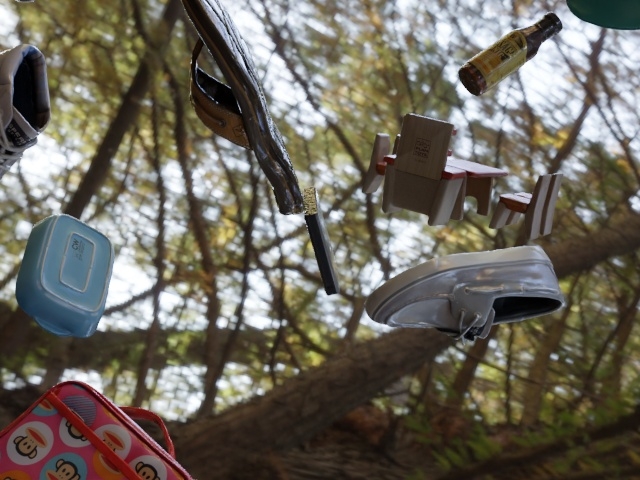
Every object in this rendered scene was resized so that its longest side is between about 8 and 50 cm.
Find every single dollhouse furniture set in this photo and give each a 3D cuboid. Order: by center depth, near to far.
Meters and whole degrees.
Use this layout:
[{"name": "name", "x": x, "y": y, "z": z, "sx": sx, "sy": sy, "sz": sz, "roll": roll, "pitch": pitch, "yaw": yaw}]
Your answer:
[{"name": "dollhouse furniture set", "x": 0.188, "y": -0.100, "z": 1.343, "sx": 0.261, "sy": 0.259, "sz": 0.135, "roll": 17, "pitch": -78, "yaw": 26}]

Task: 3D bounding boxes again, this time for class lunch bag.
[{"name": "lunch bag", "x": -0.311, "y": 0.341, "z": 1.325, "sx": 0.293, "sy": 0.120, "sz": 0.258, "roll": 36, "pitch": -119, "yaw": 22}]

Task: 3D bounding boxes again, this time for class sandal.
[{"name": "sandal", "x": -0.074, "y": -0.110, "z": 0.799, "sx": 0.060, "sy": 0.219, "sz": 0.090, "roll": -20, "pitch": -148, "yaw": 4}]

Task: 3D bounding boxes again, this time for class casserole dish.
[{"name": "casserole dish", "x": -0.305, "y": 0.036, "z": 1.171, "sx": 0.037, "sy": 0.114, "sz": 0.188, "roll": -43, "pitch": -150, "yaw": 30}]

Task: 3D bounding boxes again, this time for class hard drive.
[{"name": "hard drive", "x": 0.000, "y": 0.000, "z": 1.398, "sx": 0.022, "sy": 0.135, "sz": 0.094, "roll": -13, "pitch": -152, "yaw": 5}]

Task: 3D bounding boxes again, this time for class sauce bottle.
[{"name": "sauce bottle", "x": 0.213, "y": -0.211, "z": 1.066, "sx": 0.128, "sy": 0.042, "sz": 0.042, "roll": -38, "pitch": -144, "yaw": -11}]

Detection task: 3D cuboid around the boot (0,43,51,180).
[{"name": "boot", "x": -0.349, "y": -0.095, "z": 0.979, "sx": 0.123, "sy": 0.095, "sz": 0.258, "roll": -13, "pitch": -120, "yaw": 19}]

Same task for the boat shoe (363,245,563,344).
[{"name": "boat shoe", "x": 0.159, "y": 0.064, "z": 1.009, "sx": 0.079, "sy": 0.227, "sz": 0.081, "roll": 109, "pitch": -36, "yaw": -50}]

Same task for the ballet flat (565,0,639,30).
[{"name": "ballet flat", "x": 0.437, "y": -0.316, "z": 1.192, "sx": 0.096, "sy": 0.095, "sz": 0.280, "roll": -38, "pitch": -152, "yaw": -20}]
